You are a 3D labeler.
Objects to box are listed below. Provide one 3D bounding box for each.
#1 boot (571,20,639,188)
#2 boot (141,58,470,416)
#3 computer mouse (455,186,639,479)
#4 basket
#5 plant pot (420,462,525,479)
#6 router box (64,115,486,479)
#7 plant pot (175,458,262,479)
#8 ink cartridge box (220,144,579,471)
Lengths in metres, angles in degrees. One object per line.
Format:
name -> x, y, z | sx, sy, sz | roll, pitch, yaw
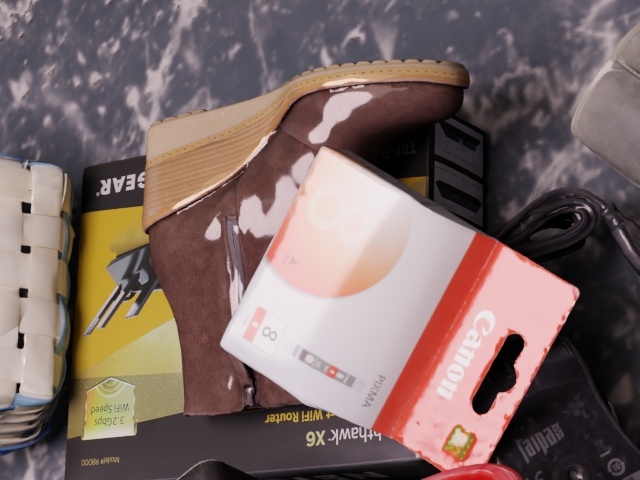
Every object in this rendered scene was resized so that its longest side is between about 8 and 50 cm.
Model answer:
boot -> 0.274, -0.077, 1.218 | 0.189, 0.076, 0.208 | -47, 48, 13
boot -> 0.000, 0.000, 1.293 | 0.248, 0.090, 0.206 | -14, 82, 27
computer mouse -> 0.166, 0.098, 1.240 | 0.184, 0.060, 0.262 | -33, 73, -8
basket -> -0.291, 0.046, 1.513 | 0.289, 0.201, 0.254 | 140, 133, -67
plant pot -> 0.078, 0.249, 1.124 | 0.191, 0.191, 0.174 | -25, 107, 28
router box -> -0.035, 0.050, 1.388 | 0.309, 0.081, 0.243 | -10, 71, 34
plant pot -> -0.054, 0.280, 1.249 | 0.187, 0.188, 0.167 | -40, 46, 20
ink cartridge box -> 0.044, 0.047, 1.202 | 0.179, 0.045, 0.145 | 32, 102, 23
